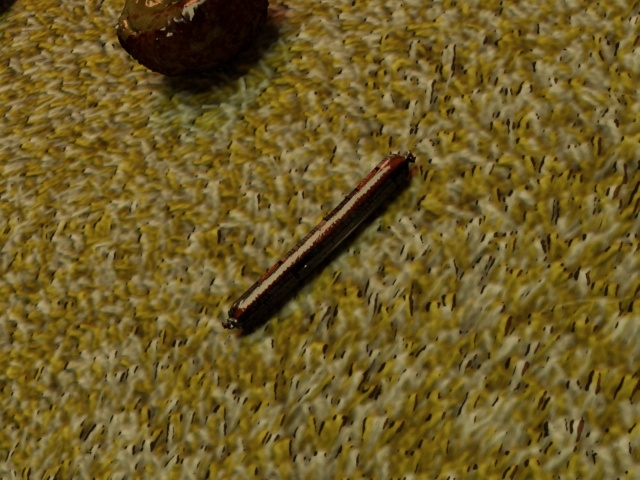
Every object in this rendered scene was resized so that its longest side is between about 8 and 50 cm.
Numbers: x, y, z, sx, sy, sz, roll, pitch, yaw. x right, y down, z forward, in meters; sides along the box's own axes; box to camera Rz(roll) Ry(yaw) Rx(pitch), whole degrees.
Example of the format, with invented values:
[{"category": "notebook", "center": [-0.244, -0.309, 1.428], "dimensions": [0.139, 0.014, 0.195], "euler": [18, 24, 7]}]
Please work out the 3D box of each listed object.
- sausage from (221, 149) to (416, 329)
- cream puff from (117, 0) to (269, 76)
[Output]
[{"category": "sausage", "center": [0.000, 0.000, 1.299], "dimensions": [0.198, 0.025, 0.028], "euler": [-44, 23, -10]}, {"category": "cream puff", "center": [-0.110, -0.204, 1.550], "dimensions": [0.149, 0.084, 0.149], "euler": [-23, 36, 18]}]
